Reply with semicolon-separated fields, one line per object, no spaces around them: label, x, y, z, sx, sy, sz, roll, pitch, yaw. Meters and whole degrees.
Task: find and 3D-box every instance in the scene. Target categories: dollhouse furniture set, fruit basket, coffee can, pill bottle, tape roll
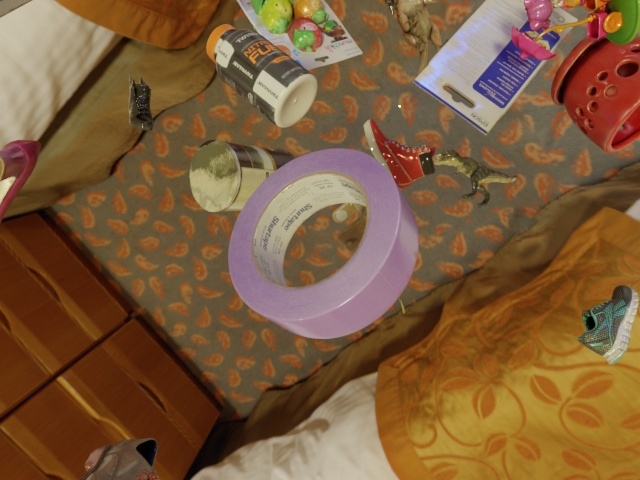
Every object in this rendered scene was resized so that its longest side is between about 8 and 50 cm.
dollhouse furniture set;0.085;-0.024;0.850;0.123;0.151;0.144;-36;118;9
fruit basket;-0.068;-0.721;1.456;0.353;0.327;0.165;55;151;12
coffee can;-0.218;-0.186;1.335;0.201;0.275;0.202;3;96;35
pill bottle;-0.134;-0.363;0.958;0.245;0.130;0.130;41;110;16
tape roll;0.000;0.000;0.660;0.274;0.275;0.090;-24;143;16

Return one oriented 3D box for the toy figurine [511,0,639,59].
toy figurine;0.382;-0.360;0.698;0.159;0.130;0.173;-21;118;11

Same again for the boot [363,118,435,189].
boot;0.254;-0.294;1.386;0.176;0.088;0.244;-26;99;25

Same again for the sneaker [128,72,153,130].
sneaker;-0.431;-0.332;1.063;0.051;0.170;0.089;0;122;-33

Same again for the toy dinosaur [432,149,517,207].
toy dinosaur;0.416;-0.155;1.169;0.268;0.064;0.118;14;81;-20

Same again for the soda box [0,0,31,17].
soda box;-0.514;-0.475;0.746;0.286;0.098;0.091;-33;89;-5

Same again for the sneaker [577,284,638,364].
sneaker;0.517;0.137;0.804;0.076;0.166;0.065;25;145;21

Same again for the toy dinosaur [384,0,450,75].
toy dinosaur;0.239;-0.578;1.157;0.127;0.200;0.296;-28;127;-4

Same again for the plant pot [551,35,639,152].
plant pot;0.555;-0.291;0.842;0.191;0.191;0.174;-47;58;19

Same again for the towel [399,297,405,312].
towel;0.318;0.254;1.735;0.009;0.083;0.060;-17;83;9

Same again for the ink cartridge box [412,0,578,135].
ink cartridge box;0.351;-0.370;0.901;0.175;0.069;0.371;39;71;7

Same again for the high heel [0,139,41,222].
high heel;-0.640;-0.098;0.892;0.082;0.117;0.244;33;116;-8

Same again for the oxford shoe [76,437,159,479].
oxford shoe;-0.370;0.462;0.816;0.130;0.348;0.123;-19;103;-14
